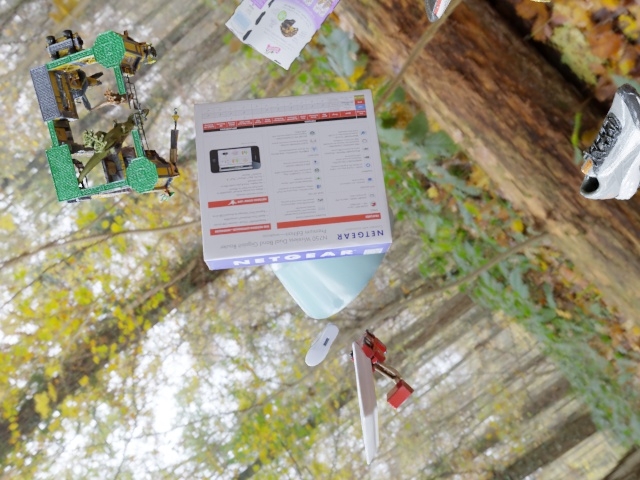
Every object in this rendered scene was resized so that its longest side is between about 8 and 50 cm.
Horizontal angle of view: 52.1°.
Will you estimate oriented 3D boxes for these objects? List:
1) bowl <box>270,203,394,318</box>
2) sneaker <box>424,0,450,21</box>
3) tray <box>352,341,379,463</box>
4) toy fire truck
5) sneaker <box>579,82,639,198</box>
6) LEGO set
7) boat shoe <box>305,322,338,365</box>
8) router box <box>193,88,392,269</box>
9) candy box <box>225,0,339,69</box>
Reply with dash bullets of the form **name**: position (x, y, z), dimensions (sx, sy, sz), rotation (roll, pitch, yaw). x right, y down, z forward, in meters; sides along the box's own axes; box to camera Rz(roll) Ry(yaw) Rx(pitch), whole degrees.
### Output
- **bowl**: position (0.000, 0.000, 1.459), dimensions (0.163, 0.311, 0.311), rotation (35, -165, -22)
- **sneaker**: position (0.341, -0.649, 1.572), dimensions (0.270, 0.145, 0.090), rotation (93, 165, -53)
- **tray**: position (0.087, 0.307, 1.218), dimensions (0.270, 0.030, 0.145), rotation (81, -177, -55)
- **toy fire truck**: position (0.126, 0.258, 1.338), dimensions (0.135, 0.047, 0.192), rotation (42, -171, 2)
- **sneaker**: position (0.573, -0.179, 1.279), dimensions (0.100, 0.108, 0.271), rotation (-99, -2, -46)
- **LEGO set**: position (-0.372, -0.212, 1.207), dimensions (0.331, 0.255, 0.192), rotation (69, -164, -2)
- **boat shoe**: position (0.001, 0.213, 1.353), dimensions (0.035, 0.100, 0.035), rotation (31, -179, -13)
- **router box**: position (-0.055, -0.114, 1.208), dimensions (0.082, 0.336, 0.300), rotation (98, 167, -76)
- **candy box**: position (-0.071, -0.471, 1.337), dimensions (0.070, 0.196, 0.165), rotation (49, -163, 26)
